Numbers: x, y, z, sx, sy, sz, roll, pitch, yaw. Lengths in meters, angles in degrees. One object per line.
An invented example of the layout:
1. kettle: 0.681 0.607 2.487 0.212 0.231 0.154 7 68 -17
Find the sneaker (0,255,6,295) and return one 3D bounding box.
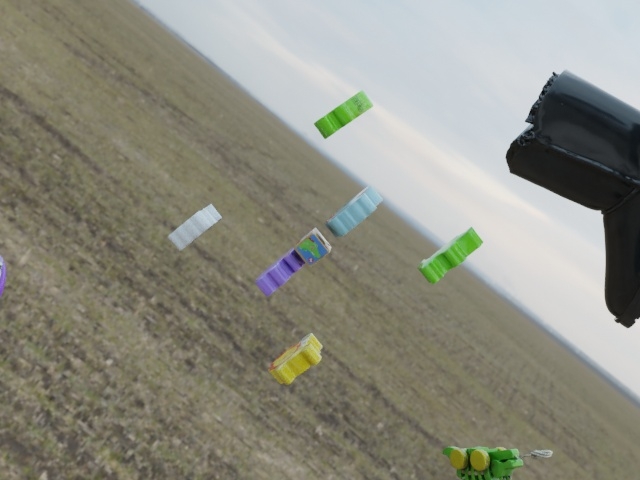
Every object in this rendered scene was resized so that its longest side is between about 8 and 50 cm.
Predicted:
1. sneaker: -0.462 0.120 0.896 0.102 0.293 0.146 36 4 -4

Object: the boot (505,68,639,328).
1. boot: 0.304 -0.046 0.840 0.207 0.247 0.094 28 38 22

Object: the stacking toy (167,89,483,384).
1. stacking toy: 0.000 0.000 0.653 0.167 0.221 0.052 52 11 -6

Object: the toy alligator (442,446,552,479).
1. toy alligator: 0.244 0.318 1.063 0.056 0.051 0.189 7 -14 -37
